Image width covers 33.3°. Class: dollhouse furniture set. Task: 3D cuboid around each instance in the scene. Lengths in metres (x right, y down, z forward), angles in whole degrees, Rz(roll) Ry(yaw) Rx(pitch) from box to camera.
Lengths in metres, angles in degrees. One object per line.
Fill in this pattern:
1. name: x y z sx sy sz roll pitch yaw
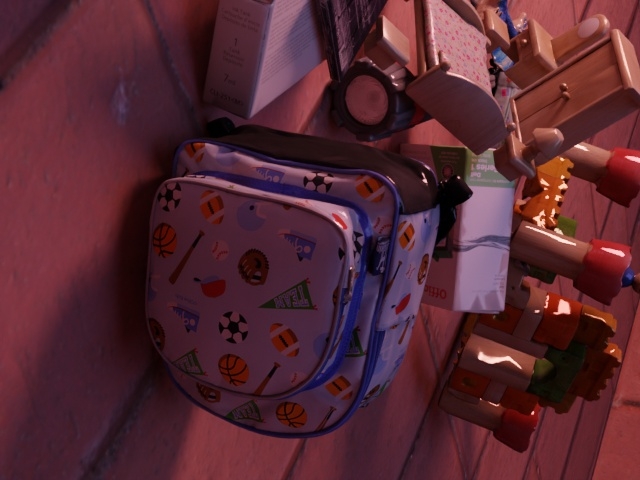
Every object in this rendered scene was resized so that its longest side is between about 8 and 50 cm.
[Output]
1. dollhouse furniture set: 0.229 -0.269 1.329 0.356 0.174 0.303 35 38 -33

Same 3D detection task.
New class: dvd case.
1. dvd case: 0.059 -0.294 1.120 0.221 0.018 0.164 -60 166 -14

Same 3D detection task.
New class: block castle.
1. block castle: 0.356 0.091 1.634 0.453 0.213 0.303 105 8 -45

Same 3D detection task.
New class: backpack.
1. backpack: -0.031 0.045 0.971 0.213 0.277 0.263 -27 126 -55
2. backpack: 0.320 -0.198 1.784 0.152 0.115 0.181 30 71 -65

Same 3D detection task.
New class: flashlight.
1. flashlight: 0.127 -0.201 1.380 0.304 0.103 0.103 -28 146 -54

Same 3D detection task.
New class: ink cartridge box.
1. ink cartridge box: -0.009 -0.276 1.059 0.275 0.060 0.238 -47 157 -51
2. ink cartridge box: 0.178 -0.019 1.463 0.093 0.160 0.219 2 95 -30

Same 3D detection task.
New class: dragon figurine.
1. dragon figurine: 0.256 -0.309 1.659 0.144 0.085 0.289 72 34 -40
